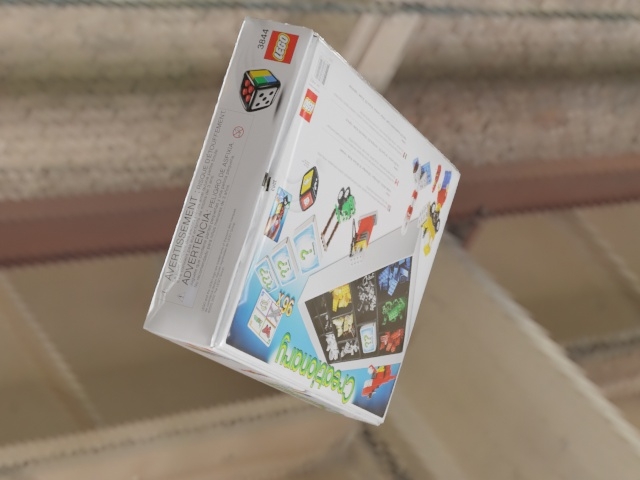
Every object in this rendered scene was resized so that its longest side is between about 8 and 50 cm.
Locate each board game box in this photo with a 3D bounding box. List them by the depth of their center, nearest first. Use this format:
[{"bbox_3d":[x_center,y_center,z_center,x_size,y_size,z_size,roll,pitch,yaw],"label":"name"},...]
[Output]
[{"bbox_3d":[0.000,0.000,1.236,0.053,0.193,0.305,15,172,23],"label":"board game box"}]
